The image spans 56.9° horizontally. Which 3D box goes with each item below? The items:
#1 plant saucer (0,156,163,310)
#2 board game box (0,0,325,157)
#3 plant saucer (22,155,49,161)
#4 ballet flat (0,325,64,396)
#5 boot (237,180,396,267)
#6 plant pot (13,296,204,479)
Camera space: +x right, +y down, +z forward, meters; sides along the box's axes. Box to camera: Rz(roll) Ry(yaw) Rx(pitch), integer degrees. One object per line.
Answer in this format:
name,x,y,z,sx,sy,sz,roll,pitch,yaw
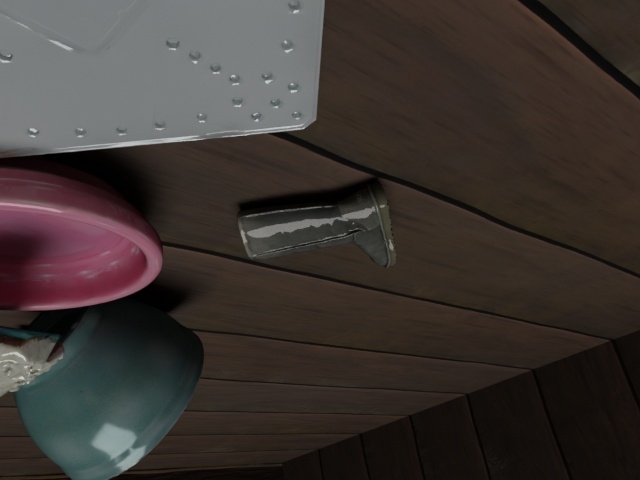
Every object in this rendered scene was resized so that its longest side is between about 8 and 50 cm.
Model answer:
plant saucer,-0.359,-0.003,0.703,0.332,0.084,0.332,-5,157,-2
board game box,-0.191,-0.210,0.440,0.390,0.050,0.390,-7,152,-7
plant saucer,-0.344,-0.078,0.667,0.084,0.013,0.083,-9,151,-5
ballet flat,-0.474,0.152,0.759,0.409,0.146,0.147,4,164,36
boot,0.000,-0.001,0.867,0.209,0.076,0.189,-19,137,1
plant pot,-0.362,0.199,0.937,0.293,0.293,0.196,-23,122,22
